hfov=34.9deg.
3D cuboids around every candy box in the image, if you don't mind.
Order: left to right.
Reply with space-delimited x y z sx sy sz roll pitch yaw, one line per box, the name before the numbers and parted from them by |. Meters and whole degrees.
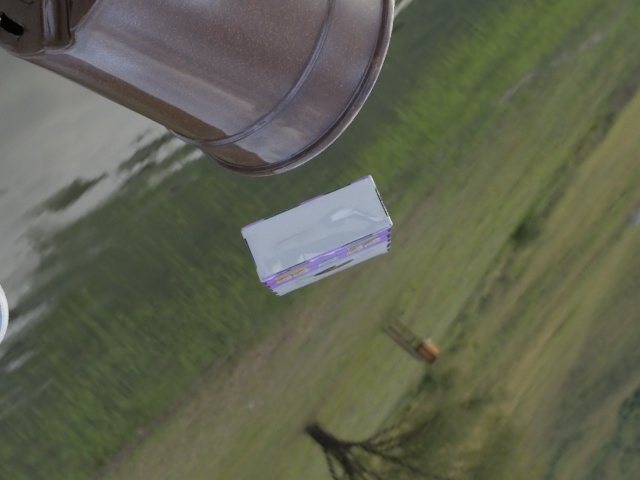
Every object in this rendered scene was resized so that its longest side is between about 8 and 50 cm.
candy box | 0.000 0.000 1.252 0.165 0.070 0.196 -23 171 -1

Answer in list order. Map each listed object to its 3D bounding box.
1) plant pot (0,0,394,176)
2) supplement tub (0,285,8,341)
plant pot | -0.075 -0.133 0.535 0.165 0.167 0.167 16 117 -50
supplement tub | -0.515 0.106 1.303 0.144 0.144 0.199 -53 169 20
